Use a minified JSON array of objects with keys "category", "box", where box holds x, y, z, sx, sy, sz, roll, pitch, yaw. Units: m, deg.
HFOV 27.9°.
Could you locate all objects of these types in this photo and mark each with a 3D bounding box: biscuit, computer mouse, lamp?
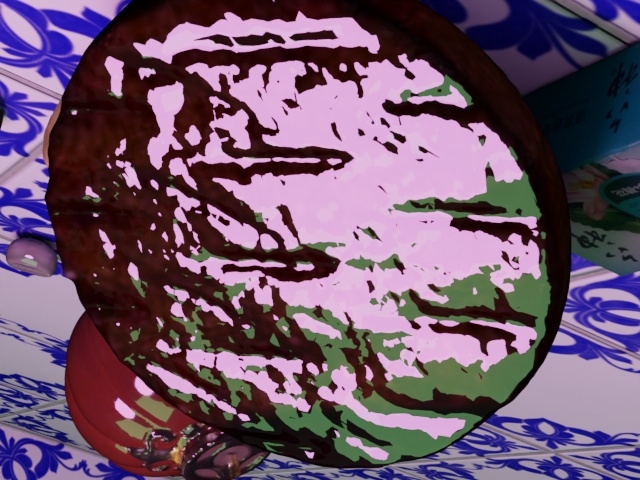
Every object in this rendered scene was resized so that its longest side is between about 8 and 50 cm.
[{"category":"biscuit","box":[-0.014,-0.012,0.955,0.407,0.091,0.408,11,124,18]},{"category":"computer mouse","box":[-0.366,0.019,1.639,0.066,0.039,0.096,17,168,-5]},{"category":"lamp","box":[-0.145,0.144,1.486,0.303,0.257,0.303,-17,147,-12]}]

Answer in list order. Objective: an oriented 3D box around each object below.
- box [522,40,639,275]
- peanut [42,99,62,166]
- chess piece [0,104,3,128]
[{"category":"box","box":[0.246,-0.060,0.920,0.153,0.092,0.245,23,158,-22]},{"category":"peanut","box":[-0.084,-0.053,1.100,0.318,0.148,0.147,24,162,9]},{"category":"chess piece","box":[-0.363,-0.120,1.232,0.103,0.067,0.067,23,160,1]}]
